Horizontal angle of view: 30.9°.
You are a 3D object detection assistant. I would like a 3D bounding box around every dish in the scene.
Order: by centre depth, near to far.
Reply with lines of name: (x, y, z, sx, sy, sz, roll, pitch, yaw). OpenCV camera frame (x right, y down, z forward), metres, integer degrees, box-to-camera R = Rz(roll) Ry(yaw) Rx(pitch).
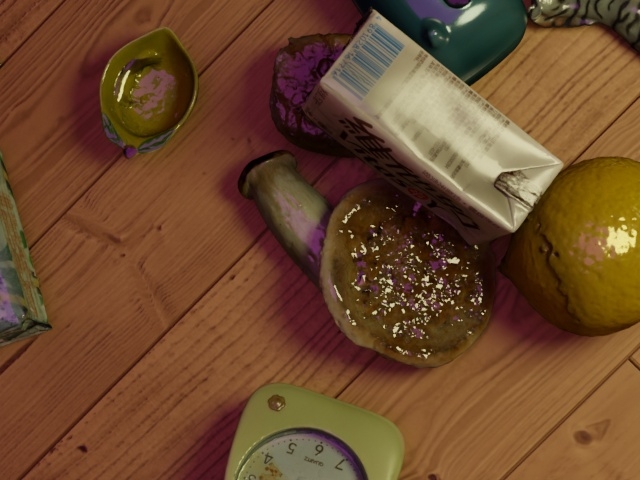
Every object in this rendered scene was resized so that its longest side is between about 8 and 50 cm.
dish: (-0.254, -0.216, 1.753, 0.148, 0.080, 0.208, 17, 86, 8)

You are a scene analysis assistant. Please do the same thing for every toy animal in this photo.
toy animal: (0.432, -0.356, 1.645, 0.255, 0.090, 0.170, 20, 92, 14)

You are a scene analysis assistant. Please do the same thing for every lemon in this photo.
lemon: (0.377, 0.002, 1.541, 0.253, 0.228, 0.228, -42, 79, -6)

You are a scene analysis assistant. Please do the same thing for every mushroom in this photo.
mushroom: (0.000, 0.000, 1.684, 0.100, 0.081, 0.312, -40, 81, 5)

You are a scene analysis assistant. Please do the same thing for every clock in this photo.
clock: (-0.031, 0.362, 1.585, 0.235, 0.096, 0.308, 19, 63, 5)

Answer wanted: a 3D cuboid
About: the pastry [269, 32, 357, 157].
pastry: (0.021, -0.211, 1.694, 0.192, 0.093, 0.182, 1, 84, 3)

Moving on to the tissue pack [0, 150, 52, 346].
tissue pack: (-0.564, 0.023, 1.761, 0.228, 0.128, 0.311, -20, 79, 8)

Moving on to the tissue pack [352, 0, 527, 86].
tissue pack: (0.152, -0.359, 1.632, 0.198, 0.206, 0.287, -35, 80, 4)

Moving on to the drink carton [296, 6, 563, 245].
drink carton: (0.137, -0.141, 1.548, 0.324, 0.194, 0.132, 38, 81, -3)

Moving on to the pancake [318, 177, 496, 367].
pancake: (0.124, 0.042, 1.632, 0.282, 0.049, 0.282, 3, 78, -16)
